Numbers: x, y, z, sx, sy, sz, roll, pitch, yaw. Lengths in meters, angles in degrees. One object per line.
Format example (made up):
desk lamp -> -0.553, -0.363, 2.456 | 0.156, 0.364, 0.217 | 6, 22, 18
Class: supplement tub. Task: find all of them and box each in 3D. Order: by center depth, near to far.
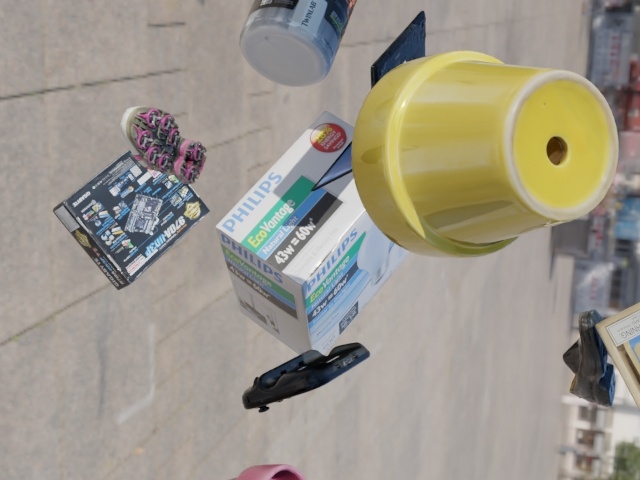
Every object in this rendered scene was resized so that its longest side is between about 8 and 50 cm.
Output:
supplement tub -> -0.030, -0.517, 2.155 | 0.207, 0.207, 0.338 | 69, 35, -57

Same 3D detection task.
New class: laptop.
laptop -> 0.084, -0.242, 1.744 | 0.234, 0.136, 0.264 | -53, 148, -46

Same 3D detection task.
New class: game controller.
game controller -> -0.020, 0.250, 1.850 | 0.319, 0.166, 0.067 | -15, 94, -69

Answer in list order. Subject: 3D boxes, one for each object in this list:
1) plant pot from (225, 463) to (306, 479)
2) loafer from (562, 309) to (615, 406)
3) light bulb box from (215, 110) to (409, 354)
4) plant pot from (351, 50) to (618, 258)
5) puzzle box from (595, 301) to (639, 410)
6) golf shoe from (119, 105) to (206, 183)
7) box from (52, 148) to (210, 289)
plant pot -> -0.123, 0.417, 1.397 | 0.201, 0.180, 0.201 | 30, 56, -59
loafer -> 0.350, 0.158, 1.320 | 0.062, 0.061, 0.170 | -61, 144, -43
light bulb box -> 0.000, 0.000, 2.062 | 0.358, 0.225, 0.361 | -49, 158, -21
plant pot -> 0.201, -0.102, 1.165 | 0.253, 0.239, 0.254 | -1, 92, -29
puzzle box -> 0.548, 0.117, 1.116 | 0.052, 0.408, 0.272 | 47, 18, -46
golf shoe -> -0.209, -0.118, 1.217 | 0.186, 0.085, 0.068 | 47, 63, -72
box -> -0.316, -0.052, 1.697 | 0.175, 0.051, 0.220 | 52, 52, -13
